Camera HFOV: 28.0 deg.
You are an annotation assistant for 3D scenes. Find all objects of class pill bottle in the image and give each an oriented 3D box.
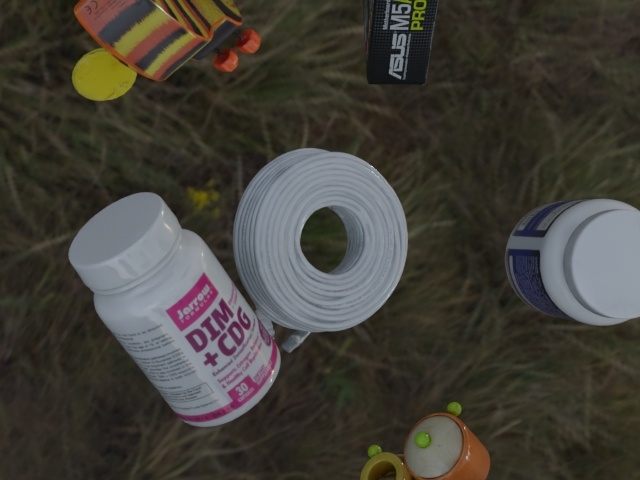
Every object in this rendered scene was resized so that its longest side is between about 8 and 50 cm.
[{"bbox_3d":[0.328,0.026,1.567,0.153,0.265,0.153,0,91,-5],"label":"pill bottle"},{"bbox_3d":[-0.182,0.087,1.608,0.160,0.160,0.283,-53,127,-29],"label":"pill bottle"}]

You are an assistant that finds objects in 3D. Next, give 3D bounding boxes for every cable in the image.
[{"bbox_3d":[0.000,0.000,1.789,0.257,0.089,0.257,-32,106,-24],"label":"cable"}]

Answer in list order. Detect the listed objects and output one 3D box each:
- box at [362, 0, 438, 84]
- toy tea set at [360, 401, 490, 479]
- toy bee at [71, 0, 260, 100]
[{"bbox_3d":[0.075,-0.319,1.240,0.060,0.216,0.270,0,53,-2],"label":"box"},{"bbox_3d":[0.135,0.371,1.621,0.124,0.200,0.336,37,29,-44],"label":"toy tea set"},{"bbox_3d":[-0.108,-0.201,1.063,0.162,0.195,0.298,44,38,-23],"label":"toy bee"}]
